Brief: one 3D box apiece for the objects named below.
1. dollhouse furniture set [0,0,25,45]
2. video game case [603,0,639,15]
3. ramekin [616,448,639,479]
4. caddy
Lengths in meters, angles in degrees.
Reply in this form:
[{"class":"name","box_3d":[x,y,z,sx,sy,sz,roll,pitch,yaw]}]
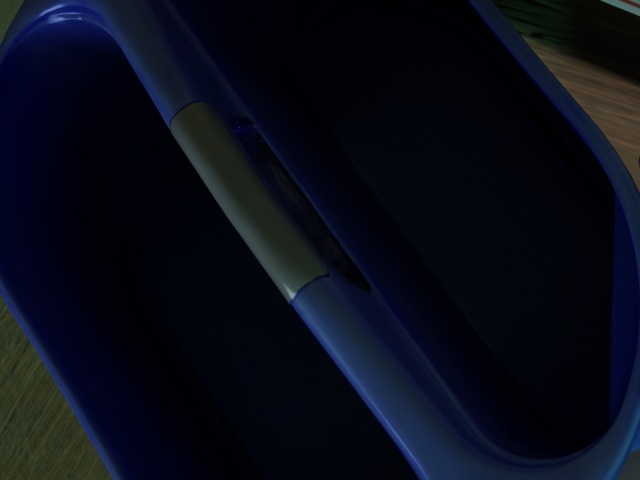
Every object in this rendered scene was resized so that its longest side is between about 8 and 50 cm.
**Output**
[{"class":"dollhouse furniture set","box_3d":[-0.415,-0.219,1.038,0.362,0.256,0.394,28,172,26]},{"class":"video game case","box_3d":[0.117,-0.113,0.505,0.204,0.025,0.285,28,173,27]},{"class":"ramekin","box_3d":[0.193,0.154,0.964,0.127,0.272,0.273,13,172,3]},{"class":"caddy","box_3d":[0.000,0.000,0.763,0.341,0.241,0.179,54,-169,23]}]
